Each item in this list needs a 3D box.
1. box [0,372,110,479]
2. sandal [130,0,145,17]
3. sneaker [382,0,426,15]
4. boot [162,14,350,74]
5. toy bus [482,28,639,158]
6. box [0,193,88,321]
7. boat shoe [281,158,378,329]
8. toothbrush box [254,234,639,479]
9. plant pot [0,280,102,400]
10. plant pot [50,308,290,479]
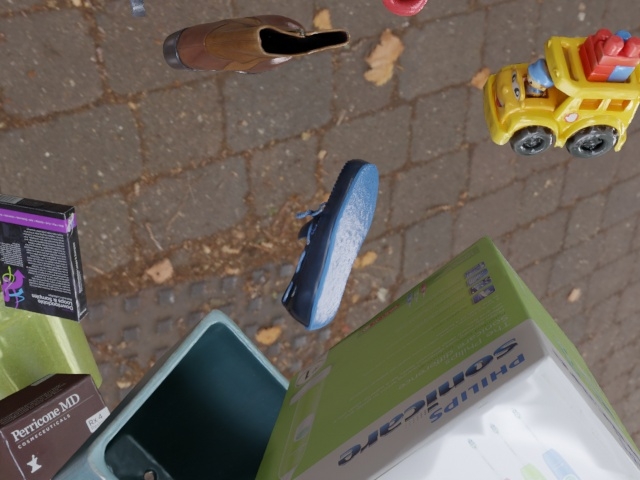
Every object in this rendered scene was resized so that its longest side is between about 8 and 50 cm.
[{"bbox_3d":[-0.431,0.342,1.273,0.168,0.167,0.203,-32,105,-40],"label":"box"},{"bbox_3d":[-0.355,-0.535,1.547,0.055,0.254,0.097,-9,153,-10],"label":"sandal"},{"bbox_3d":[0.134,-0.348,0.859,0.279,0.107,0.118,111,1,-64],"label":"sneaker"},{"bbox_3d":[-0.059,-0.304,1.171,0.264,0.280,0.096,-8,100,-39],"label":"boot"},{"bbox_3d":[0.378,-0.238,1.191,0.220,0.149,0.211,0,152,-6],"label":"toy bus"},{"bbox_3d":[-0.366,0.024,1.029,0.029,0.116,0.162,-55,151,-59],"label":"box"},{"bbox_3d":[0.000,0.000,1.131,0.109,0.089,0.258,9,106,-57],"label":"boat shoe"},{"bbox_3d":[0.074,0.127,0.515,0.206,0.122,0.283,-38,-176,11],"label":"toothbrush box"},{"bbox_3d":[-0.538,0.197,1.447,0.276,0.276,0.253,-30,103,-24],"label":"plant pot"},{"bbox_3d":[-0.167,0.279,0.922,0.248,0.252,0.247,48,41,-9],"label":"plant pot"}]
